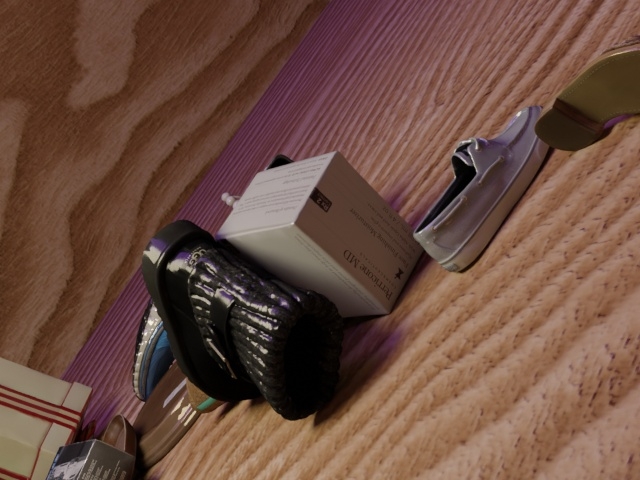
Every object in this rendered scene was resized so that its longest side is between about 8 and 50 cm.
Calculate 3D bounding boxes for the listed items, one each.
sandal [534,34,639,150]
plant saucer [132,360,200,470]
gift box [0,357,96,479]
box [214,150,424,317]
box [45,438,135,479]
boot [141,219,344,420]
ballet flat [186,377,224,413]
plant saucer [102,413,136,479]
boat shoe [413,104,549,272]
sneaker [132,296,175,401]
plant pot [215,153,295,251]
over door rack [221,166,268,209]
[{"bbox_3d":[0.295,-0.166,1.059,0.079,0.088,0.240,-64,12,-22],"label":"sandal"},{"bbox_3d":[-0.244,0.266,1.841,0.278,0.041,0.278,-47,14,16],"label":"plant saucer"},{"bbox_3d":[-0.618,0.428,2.225,0.255,0.258,0.276,-76,8,-56],"label":"gift box"},{"bbox_3d":[0.000,0.000,1.349,0.182,0.181,0.119,-9,44,53],"label":"box"},{"bbox_3d":[-0.411,0.471,1.675,0.242,0.076,0.307,-26,39,62],"label":"box"},{"bbox_3d":[-0.073,0.143,1.352,0.260,0.348,0.131,28,67,34],"label":"boot"},{"bbox_3d":[-0.155,0.155,1.710,0.124,0.116,0.342,-52,17,26],"label":"ballet flat"},{"bbox_3d":[-0.340,0.374,1.790,0.168,0.029,0.168,-44,39,51],"label":"plant saucer"},{"bbox_3d":[0.183,-0.074,1.207,0.227,0.081,0.079,-56,14,-15],"label":"boat shoe"},{"bbox_3d":[-0.254,0.162,1.979,0.130,0.147,0.330,-104,34,-67],"label":"sneaker"},{"bbox_3d":[-0.046,0.018,1.551,0.188,0.187,0.167,-56,2,-15],"label":"plant pot"},{"bbox_3d":[-0.178,-0.020,2.226,0.324,0.108,0.239,-52,12,-1],"label":"over door rack"}]
